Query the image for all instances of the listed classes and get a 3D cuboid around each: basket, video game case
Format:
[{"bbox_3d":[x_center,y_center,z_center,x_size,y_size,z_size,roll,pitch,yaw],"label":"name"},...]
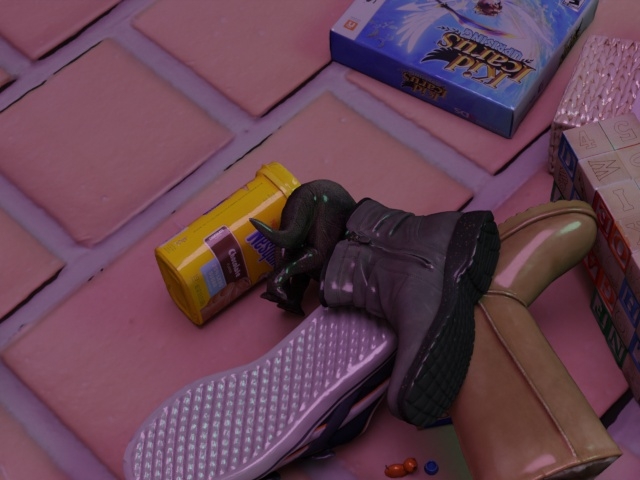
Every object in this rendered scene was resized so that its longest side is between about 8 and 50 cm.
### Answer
[{"bbox_3d":[0.345,-0.153,1.422,0.103,0.113,0.167,18,59,19],"label":"basket"},{"bbox_3d":[0.188,-0.284,1.546,0.269,0.061,0.244,27,62,19],"label":"video game case"}]

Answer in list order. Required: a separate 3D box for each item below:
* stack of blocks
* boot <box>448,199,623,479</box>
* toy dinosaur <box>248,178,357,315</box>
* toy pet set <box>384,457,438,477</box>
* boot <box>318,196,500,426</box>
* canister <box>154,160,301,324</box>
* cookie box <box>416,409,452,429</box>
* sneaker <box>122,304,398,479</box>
[{"bbox_3d":[0.346,0.033,1.259,0.087,0.171,0.297,-16,56,-8],"label":"stack of blocks"},{"bbox_3d":[0.218,0.109,1.156,0.236,0.089,0.269,-25,52,0],"label":"boot"},{"bbox_3d":[0.000,0.000,1.281,0.121,0.313,0.160,12,78,41],"label":"toy dinosaur"},{"bbox_3d":[0.069,0.268,1.178,0.114,0.065,0.122,-5,56,-1],"label":"toy pet set"},{"bbox_3d":[0.068,0.066,1.145,0.161,0.083,0.246,3,52,29],"label":"boot"},{"bbox_3d":[-0.095,0.006,1.327,0.170,0.126,0.073,-37,60,-18],"label":"canister"},{"bbox_3d":[0.149,0.151,1.237,0.107,0.092,0.040,-9,52,-3],"label":"cookie box"},{"bbox_3d":[-0.042,0.180,1.212,0.321,0.127,0.126,-32,58,-8],"label":"sneaker"}]
